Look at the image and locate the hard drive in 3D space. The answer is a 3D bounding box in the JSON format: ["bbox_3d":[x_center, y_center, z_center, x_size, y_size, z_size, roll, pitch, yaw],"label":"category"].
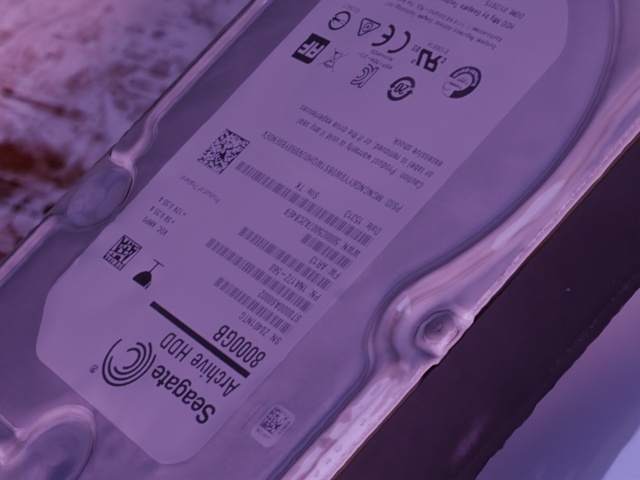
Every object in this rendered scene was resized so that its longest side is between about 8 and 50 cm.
[{"bbox_3d":[0.000,0.000,0.703,0.339,0.064,0.237,-48,40,-9],"label":"hard drive"}]

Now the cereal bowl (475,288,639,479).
[{"bbox_3d":[0.166,0.125,0.592,0.339,0.141,0.339,-27,35,20],"label":"cereal bowl"}]
